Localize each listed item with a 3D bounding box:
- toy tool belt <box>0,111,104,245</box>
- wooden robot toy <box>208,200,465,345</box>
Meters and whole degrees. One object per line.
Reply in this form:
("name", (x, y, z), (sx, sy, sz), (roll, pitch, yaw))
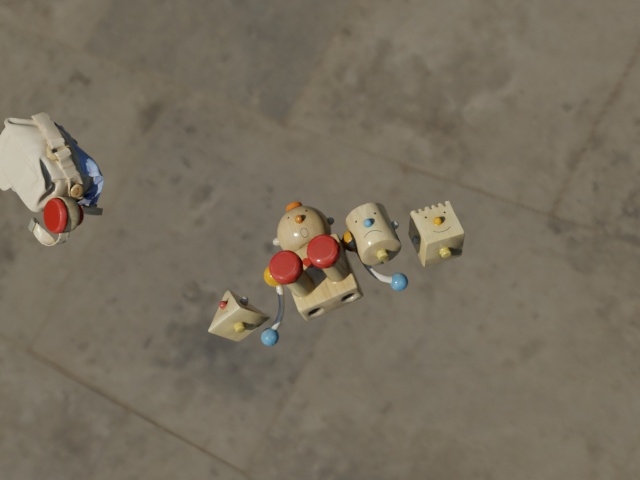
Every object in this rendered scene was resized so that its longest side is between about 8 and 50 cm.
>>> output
("toy tool belt", (-0.140, -0.035, 0.820), (0.083, 0.051, 0.052), (48, 126, 34))
("wooden robot toy", (0.000, 0.000, 0.963), (0.173, 0.076, 0.079), (-24, 58, 3))
